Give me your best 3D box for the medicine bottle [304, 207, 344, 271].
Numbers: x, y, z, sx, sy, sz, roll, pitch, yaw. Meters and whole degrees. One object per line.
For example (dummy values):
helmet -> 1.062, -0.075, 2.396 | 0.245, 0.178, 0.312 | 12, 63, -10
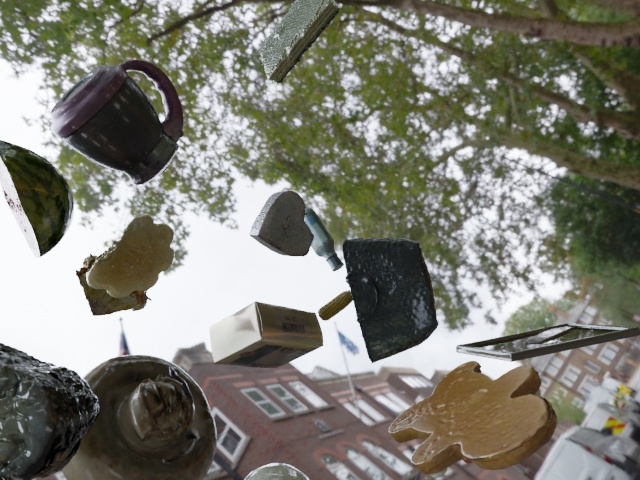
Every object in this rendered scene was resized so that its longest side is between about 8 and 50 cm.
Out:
medicine bottle -> 0.000, 0.000, 1.760 | 0.054, 0.208, 0.090 | -21, -21, -32

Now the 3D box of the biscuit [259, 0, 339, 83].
biscuit -> -0.049, -0.424, 1.159 | 0.041, 0.121, 0.199 | 22, -52, -36

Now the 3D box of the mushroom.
mushroom -> -0.391, 0.410, 1.278 | 0.362, 0.362, 0.294 | -8, -32, -53

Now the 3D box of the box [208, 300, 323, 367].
box -> -0.124, 0.225, 1.344 | 0.168, 0.095, 0.212 | -33, -31, 30

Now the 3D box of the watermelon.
watermelon -> -0.654, -0.092, 1.356 | 0.128, 0.159, 0.303 | -30, -42, -33

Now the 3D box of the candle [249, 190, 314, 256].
candle -> -0.112, -0.038, 1.598 | 0.169, 0.068, 0.192 | -17, -81, -31

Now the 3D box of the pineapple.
pineapple -> -0.639, 0.149, 1.746 | 0.186, 0.236, 0.114 | -39, 21, 24

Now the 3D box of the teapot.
teapot -> -0.251, -0.149, 0.739 | 0.146, 0.116, 0.148 | 47, -148, -32

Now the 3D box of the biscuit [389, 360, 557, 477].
biscuit -> 0.215, 0.255, 0.806 | 0.216, 0.047, 0.340 | -36, 1, -16

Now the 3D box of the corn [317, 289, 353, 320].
corn -> 0.036, 0.147, 1.298 | 0.092, 0.037, 0.037 | -38, -31, 1

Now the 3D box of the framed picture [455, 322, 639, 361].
framed picture -> 0.492, 0.221, 1.271 | 0.315, 0.232, 0.024 | -8, -94, -15

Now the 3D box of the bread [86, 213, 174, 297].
bread -> -0.487, 0.053, 1.526 | 0.250, 0.039, 0.182 | -48, -53, 4

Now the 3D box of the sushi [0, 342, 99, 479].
sushi -> -0.532, 0.262, 0.894 | 0.171, 0.351, 0.210 | 88, -166, -77

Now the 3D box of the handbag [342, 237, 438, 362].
handbag -> 0.149, 0.112, 1.219 | 0.176, 0.270, 0.088 | -13, -10, 3

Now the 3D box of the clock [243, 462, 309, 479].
clock -> -0.094, 0.545, 0.886 | 0.342, 0.326, 0.183 | -18, -42, -40
